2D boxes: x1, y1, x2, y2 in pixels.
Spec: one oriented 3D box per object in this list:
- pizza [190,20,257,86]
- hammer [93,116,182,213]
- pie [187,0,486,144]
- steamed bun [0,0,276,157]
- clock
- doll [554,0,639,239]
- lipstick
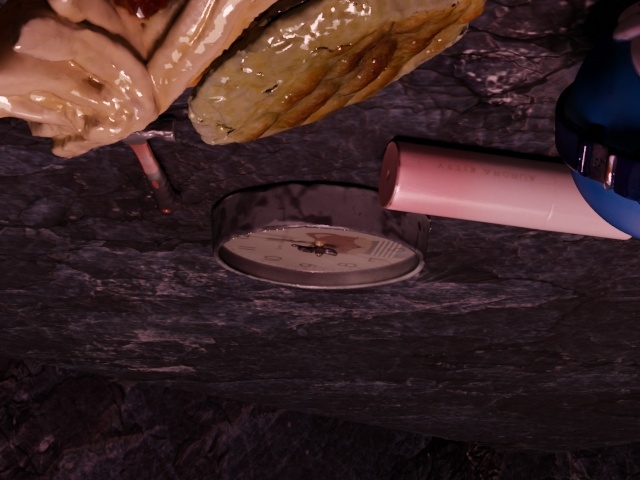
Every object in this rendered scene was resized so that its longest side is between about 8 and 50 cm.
[{"bbox_3d":[-0.061,-0.209,1.240,0.246,0.058,0.127,-25,167,33],"label":"pizza"},{"bbox_3d":[-0.220,-0.094,1.668,0.111,0.033,0.288,0,162,5],"label":"hammer"},{"bbox_3d":[0.019,-0.176,1.167,0.306,0.071,0.306,-28,172,-4],"label":"pie"},{"bbox_3d":[-0.200,-0.183,1.106,0.189,0.247,0.428,29,152,-28],"label":"steamed bun"},{"bbox_3d":[0.000,0.000,1.866,0.325,0.067,0.325,2,162,1],"label":"clock"},{"bbox_3d":[0.380,-0.113,1.211,0.310,0.284,0.240,4,119,10],"label":"doll"},{"bbox_3d":[0.241,-0.062,1.613,0.326,0.087,0.087,7,161,-12],"label":"lipstick"}]
